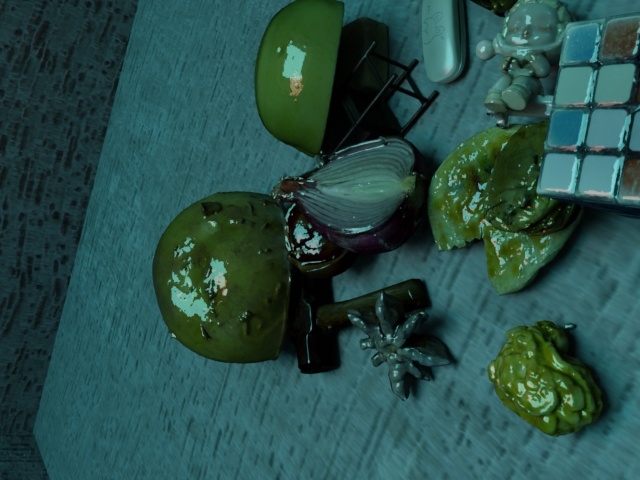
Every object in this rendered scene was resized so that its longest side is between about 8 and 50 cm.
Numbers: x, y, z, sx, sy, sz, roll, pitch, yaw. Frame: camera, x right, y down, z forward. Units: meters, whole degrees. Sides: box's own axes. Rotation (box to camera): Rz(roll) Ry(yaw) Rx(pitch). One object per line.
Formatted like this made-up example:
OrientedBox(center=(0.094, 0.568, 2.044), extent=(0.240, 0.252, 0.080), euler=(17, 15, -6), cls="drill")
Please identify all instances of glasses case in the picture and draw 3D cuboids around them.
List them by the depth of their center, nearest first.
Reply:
OrientedBox(center=(0.259, -0.444, 1.470), extent=(0.092, 0.059, 0.233), euler=(-13, 74, 50), cls="glasses case")

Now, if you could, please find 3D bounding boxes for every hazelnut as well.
OrientedBox(center=(0.006, -0.006, 1.600), extent=(0.170, 0.160, 0.202), euler=(-58, 36, 11), cls="hazelnut")

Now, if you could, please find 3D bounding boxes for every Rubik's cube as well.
OrientedBox(center=(0.486, -0.154, 0.945), extent=(0.256, 0.259, 0.253), euler=(14, 93, 53), cls="Rubik's cube")

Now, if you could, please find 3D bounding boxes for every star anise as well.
OrientedBox(center=(0.160, 0.210, 1.416), extent=(0.229, 0.093, 0.236), euler=(10, 115, 33), cls="star anise")
OrientedBox(center=(0.026, -0.135, 1.707), extent=(0.197, 0.073, 0.212), euler=(-48, 52, 47), cls="star anise")

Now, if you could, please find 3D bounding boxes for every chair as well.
OrientedBox(center=(0.115, -0.286, 1.562), extent=(0.260, 0.154, 0.141), euler=(-49, 46, 33), cls="chair")

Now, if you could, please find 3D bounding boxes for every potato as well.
OrientedBox(center=(-0.260, 0.089, 1.769), extent=(0.385, 0.319, 0.442), euler=(113, 151, -50), cls="potato")

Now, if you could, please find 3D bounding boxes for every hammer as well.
OrientedBox(center=(0.075, 0.156, 1.579), extent=(0.409, 0.095, 0.242), euler=(-24, 64, 46), cls="hammer")

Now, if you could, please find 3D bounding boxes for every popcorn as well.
OrientedBox(center=(0.356, 0.232, 1.148), extent=(0.163, 0.140, 0.194), euler=(-43, 49, 34), cls="popcorn")

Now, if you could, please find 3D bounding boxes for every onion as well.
OrientedBox(center=(0.074, -0.078, 1.499), extent=(0.348, 0.159, 0.267), euler=(4, 53, 33), cls="onion")

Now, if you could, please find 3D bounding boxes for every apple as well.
OrientedBox(center=(-0.021, -0.382, 1.671), extent=(0.311, 0.320, 0.360), euler=(17, 100, 38), cls="apple")

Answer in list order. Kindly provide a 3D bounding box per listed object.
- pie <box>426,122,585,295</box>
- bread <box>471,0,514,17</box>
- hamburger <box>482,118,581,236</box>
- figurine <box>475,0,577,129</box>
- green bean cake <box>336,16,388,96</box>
OrientedBox(center=(0.331, -0.072, 1.287), extent=(0.337, 0.075, 0.337), euler=(-11, 76, 49), cls="pie")
OrientedBox(center=(0.303, -0.553, 1.330), extent=(0.162, 0.204, 0.262), euler=(-37, 50, 29), cls="bread")
OrientedBox(center=(0.355, -0.098, 1.128), extent=(0.206, 0.130, 0.183), euler=(-68, 18, -10), cls="hamburger")
OrientedBox(center=(0.380, -0.324, 1.221), extent=(0.182, 0.144, 0.257), euler=(1, 69, 56), cls="figurine")
OrientedBox(center=(0.099, -0.429, 1.662), extent=(0.109, 0.085, 0.179), euler=(-15, 73, 50), cls="green bean cake")
